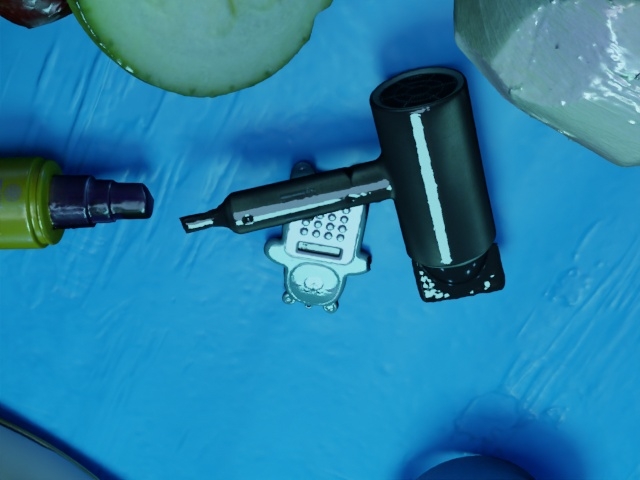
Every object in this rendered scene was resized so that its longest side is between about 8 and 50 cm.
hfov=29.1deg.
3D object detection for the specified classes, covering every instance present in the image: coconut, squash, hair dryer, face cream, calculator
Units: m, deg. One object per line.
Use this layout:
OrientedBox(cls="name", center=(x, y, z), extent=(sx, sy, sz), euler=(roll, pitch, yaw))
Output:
OrientedBox(cls="coconut", center=(0.197, -0.170, 0.816), extent=(0.230, 0.227, 0.227), euler=(27, 119, -17))
OrientedBox(cls="squash", center=(-0.078, -0.209, 0.861), extent=(0.219, 0.041, 0.219), euler=(-18, 127, -27))
OrientedBox(cls="hair dryer", center=(0.013, -0.018, 0.997), extent=(0.248, 0.078, 0.196), euler=(-11, 118, 7))
OrientedBox(cls="face cream", center=(-0.275, -0.031, 1.028), extent=(0.273, 0.078, 0.078), euler=(-1, 120, 6))
OrientedBox(cls="calculator", center=(0.000, 0.000, 1.051), extent=(0.094, 0.019, 0.141), euler=(9, 120, -2))

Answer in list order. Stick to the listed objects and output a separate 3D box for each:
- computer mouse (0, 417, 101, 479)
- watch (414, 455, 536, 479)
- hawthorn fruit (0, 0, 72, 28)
OrientedBox(cls="computer mouse", center=(-0.310, 0.259, 1.201), extent=(0.310, 0.072, 0.158), euler=(34, 119, -13))
OrientedBox(cls="watch", center=(0.160, 0.301, 1.133), extent=(0.211, 0.211, 0.193), euler=(-1, 102, 7))
OrientedBox(cls="hawthorn fruit", center=(-0.217, -0.237, 0.872), extent=(0.172, 0.148, 0.148), euler=(28, 120, 8))
